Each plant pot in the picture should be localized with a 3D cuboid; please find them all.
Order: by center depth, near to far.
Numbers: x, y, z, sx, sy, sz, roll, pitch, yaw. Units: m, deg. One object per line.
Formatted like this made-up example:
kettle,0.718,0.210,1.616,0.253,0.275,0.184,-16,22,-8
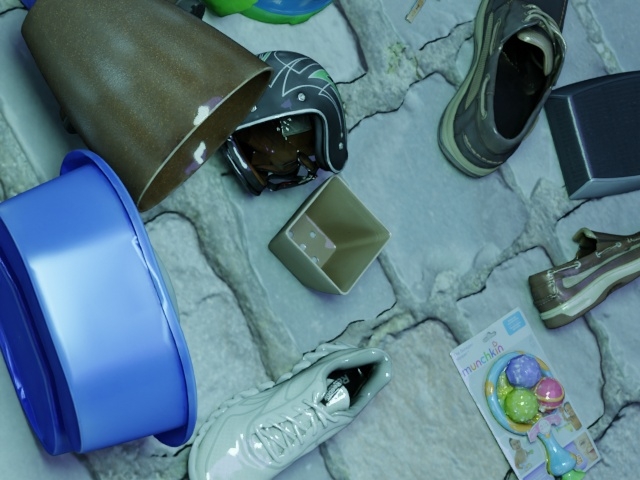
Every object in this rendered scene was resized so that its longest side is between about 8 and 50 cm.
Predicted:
plant pot,-0.207,-0.186,1.721,0.230,0.215,0.215,43,61,4
plant pot,0.000,0.000,1.934,0.109,0.096,0.109,47,61,-15

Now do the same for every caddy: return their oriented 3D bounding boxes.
caddy,-0.241,0.074,1.701,0.179,0.241,0.341,-20,91,-25

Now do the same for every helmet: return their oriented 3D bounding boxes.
helmet,-0.050,-0.150,1.893,0.169,0.169,0.161,-40,121,-30

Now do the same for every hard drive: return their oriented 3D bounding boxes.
hard drive,0.442,-0.158,2.245,0.255,0.054,0.172,-13,87,-31

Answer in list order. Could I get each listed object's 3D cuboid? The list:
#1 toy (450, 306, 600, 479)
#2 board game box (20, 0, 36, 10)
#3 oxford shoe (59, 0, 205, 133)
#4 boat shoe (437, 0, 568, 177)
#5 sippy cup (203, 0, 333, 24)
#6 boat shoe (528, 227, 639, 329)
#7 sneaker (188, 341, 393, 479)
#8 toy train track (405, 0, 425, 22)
toy,0.285,0.217,2.079,0.137,0.056,0.237,-30,96,-32
board game box,-0.290,-0.450,1.832,0.232,0.141,0.291,49,61,-13
oxford shoe,-0.241,-0.218,1.863,0.096,0.083,0.227,35,67,9
boat shoe,0.278,-0.247,2.124,0.132,0.130,0.355,29,67,-22
sippy cup,-0.016,-0.406,1.933,0.240,0.224,0.305,11,76,-27
boat shoe,0.389,0.020,2.158,0.257,0.095,0.095,-31,90,-30
sneaker,-0.033,0.209,1.863,0.292,0.118,0.110,-37,101,-29
toy train track,0.136,-0.328,2.129,0.048,0.014,0.083,40,69,-25
